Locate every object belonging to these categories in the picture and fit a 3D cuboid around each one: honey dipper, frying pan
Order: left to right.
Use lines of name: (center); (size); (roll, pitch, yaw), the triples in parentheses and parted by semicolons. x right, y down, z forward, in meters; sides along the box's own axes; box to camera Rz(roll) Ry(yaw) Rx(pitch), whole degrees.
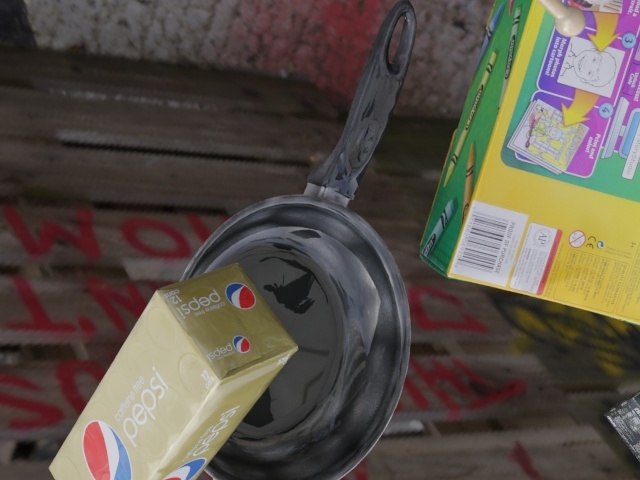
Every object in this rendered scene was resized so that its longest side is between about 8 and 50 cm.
frying pan: (-0.023, 0.004, 0.780); (0.197, 0.053, 0.326); (-4, 95, -38)
honey dipper: (0.090, -0.165, 0.667); (0.161, 0.030, 0.030); (38, 102, -24)

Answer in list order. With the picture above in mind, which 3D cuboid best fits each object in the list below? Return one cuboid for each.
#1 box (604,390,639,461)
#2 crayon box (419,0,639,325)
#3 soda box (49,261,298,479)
box: (0.274, 0.164, 0.982); (0.018, 0.083, 0.067); (-32, 167, -18)
crayon box: (0.195, -0.092, 0.880); (0.165, 0.081, 0.278); (14, 99, -14)
soda box: (-0.086, 0.095, 0.669); (0.058, 0.061, 0.181); (-19, 154, -44)
